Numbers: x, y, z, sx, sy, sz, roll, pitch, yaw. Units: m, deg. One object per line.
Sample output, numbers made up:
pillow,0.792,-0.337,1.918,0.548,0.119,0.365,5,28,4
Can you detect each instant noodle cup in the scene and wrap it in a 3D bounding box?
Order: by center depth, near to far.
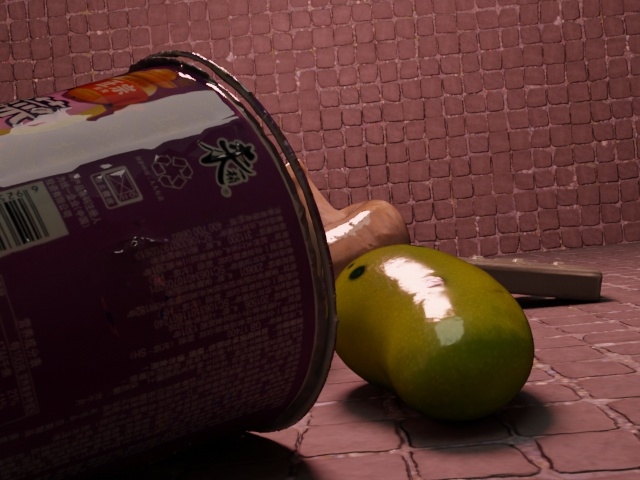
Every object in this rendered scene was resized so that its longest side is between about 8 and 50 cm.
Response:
instant noodle cup,-0.197,0.043,0.533,0.266,0.339,0.340,-20,10,-38

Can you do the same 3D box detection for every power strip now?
power strip,0.364,0.063,1.331,0.265,0.059,0.193,4,3,6

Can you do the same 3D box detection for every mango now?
mango,0.100,0.084,0.687,0.175,0.142,0.293,-8,10,-9

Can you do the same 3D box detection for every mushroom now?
mushroom,0.000,0.000,1.247,0.298,0.290,0.297,-27,6,3

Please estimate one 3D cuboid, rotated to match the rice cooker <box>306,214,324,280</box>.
rice cooker,-0.134,0.036,0.989,0.289,0.288,0.277,-6,0,-3
